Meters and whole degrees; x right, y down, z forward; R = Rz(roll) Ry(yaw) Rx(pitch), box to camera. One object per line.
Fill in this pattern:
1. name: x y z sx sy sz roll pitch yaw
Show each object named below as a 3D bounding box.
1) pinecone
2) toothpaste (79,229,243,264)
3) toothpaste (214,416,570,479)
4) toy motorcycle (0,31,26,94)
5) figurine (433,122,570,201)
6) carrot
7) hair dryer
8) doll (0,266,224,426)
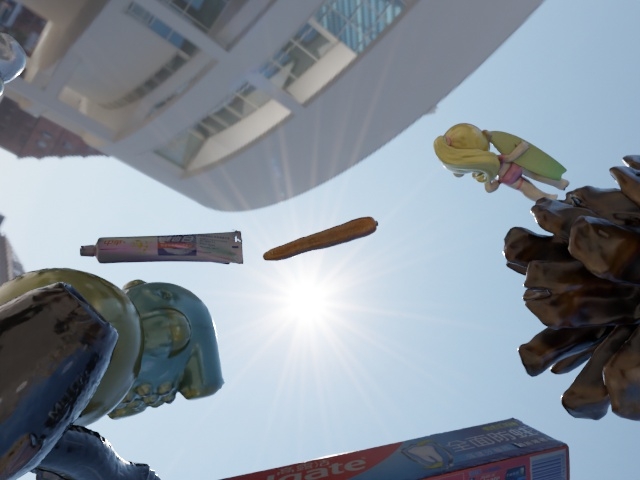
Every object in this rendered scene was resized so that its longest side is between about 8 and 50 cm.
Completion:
1. pinecone: 0.233 0.039 0.410 0.201 0.229 0.203 -17 -99 22
2. toothpaste: -0.168 0.009 0.651 0.028 0.169 0.045 103 -19 -50
3. toothpaste: 0.058 0.216 0.509 0.076 0.320 0.066 -173 -100 -69
4. toy motorcycle: -0.273 -0.118 0.393 0.074 0.151 0.229 16 -85 42
5. figurine: 0.225 -0.093 0.759 0.083 0.187 0.083 -62 -171 18
6. carrot: 0.000 0.000 1.237 0.247 0.043 0.043 -18 -137 1
7. hair dryer: -0.232 0.220 0.513 0.120 0.359 0.304 29 -107 35
8. doll: -0.237 0.113 0.641 0.177 0.260 0.162 -17 -104 22
